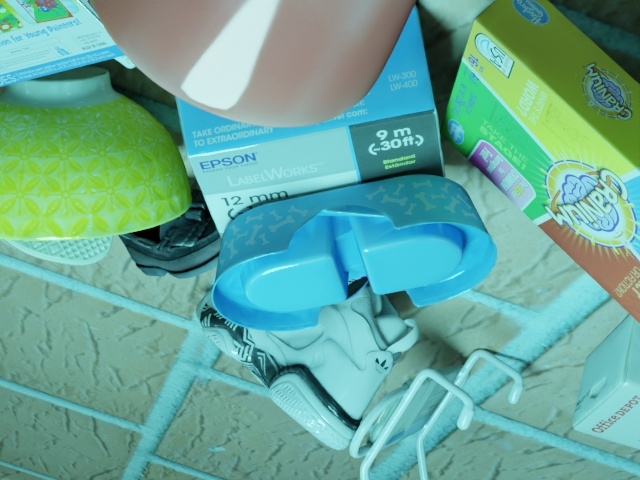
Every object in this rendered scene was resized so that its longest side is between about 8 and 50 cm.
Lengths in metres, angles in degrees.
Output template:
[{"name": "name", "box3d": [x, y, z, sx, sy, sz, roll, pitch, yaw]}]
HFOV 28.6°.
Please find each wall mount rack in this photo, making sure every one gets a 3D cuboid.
[{"name": "wall mount rack", "box3d": [0.147, 0.306, 1.759, 0.130, 0.304, 0.350, 36, -161, 22]}]

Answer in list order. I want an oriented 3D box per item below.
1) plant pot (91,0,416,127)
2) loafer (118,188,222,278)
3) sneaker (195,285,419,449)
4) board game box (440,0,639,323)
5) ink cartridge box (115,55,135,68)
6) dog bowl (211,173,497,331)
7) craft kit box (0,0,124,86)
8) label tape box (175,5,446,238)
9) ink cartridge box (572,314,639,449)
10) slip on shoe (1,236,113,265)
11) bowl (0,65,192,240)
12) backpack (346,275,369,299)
[{"name": "plant pot", "box3d": [-0.017, -0.261, 0.961, 0.275, 0.275, 0.243, 24, 140, -14]}, {"name": "loafer", "box3d": [-0.186, -0.015, 1.602, 0.095, 0.109, 0.302, 44, 154, -19]}, {"name": "sneaker", "box3d": [-0.017, 0.122, 1.755, 0.366, 0.210, 0.137, 37, 173, 48]}, {"name": "board game box", "box3d": [0.257, -0.062, 1.158, 0.316, 0.064, 0.242, 45, 165, 13]}, {"name": "ink cartridge box", "box3d": [-0.228, -0.297, 1.191, 0.275, 0.060, 0.239, 32, 146, -26]}, {"name": "dog bowl", "box3d": [0.031, 0.011, 1.306, 0.297, 0.074, 0.166, -11, 148, 6]}, {"name": "craft kit box", "box3d": [-0.338, -0.253, 1.211, 0.250, 0.061, 0.246, -6, 146, 35]}, {"name": "label tape box", "box3d": [-0.007, -0.112, 1.276, 0.249, 0.115, 0.348, -10, 149, 4]}, {"name": "ink cartridge box", "box3d": [0.498, 0.211, 1.662, 0.273, 0.114, 0.197, 16, 152, -2]}, {"name": "slip on shoe", "box3d": [-0.432, -0.058, 1.672, 0.331, 0.123, 0.101, 21, 168, -5]}, {"name": "bowl", "box3d": [-0.291, -0.113, 1.413, 0.289, 0.289, 0.156, 6, 107, 17]}, {"name": "backpack", "box3d": [0.000, 0.000, 1.538, 0.158, 0.117, 0.173, 21, 150, -9]}]
